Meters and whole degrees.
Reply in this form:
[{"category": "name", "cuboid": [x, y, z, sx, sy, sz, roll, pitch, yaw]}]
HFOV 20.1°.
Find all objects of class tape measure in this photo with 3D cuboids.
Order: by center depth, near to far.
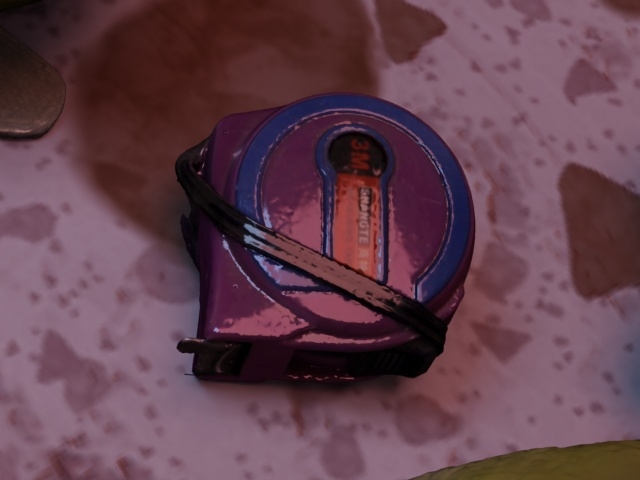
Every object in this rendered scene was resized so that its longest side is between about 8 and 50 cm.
[{"category": "tape measure", "cuboid": [0.000, 0.000, 0.743, 0.125, 0.074, 0.118, 6, 65, -10]}]

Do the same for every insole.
[{"category": "insole", "cuboid": [-0.199, -0.091, 0.762, 0.192, 0.010, 0.063, 19, 57, -9]}]

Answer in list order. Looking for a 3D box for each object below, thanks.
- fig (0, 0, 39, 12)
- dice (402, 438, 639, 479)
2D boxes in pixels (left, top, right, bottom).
[{"category": "fig", "cuboid": [-0.176, -0.211, 0.701, 0.271, 0.239, 0.239, 15, 58, -17]}, {"category": "dice", "cuboid": [0.108, 0.211, 0.570, 0.233, 0.227, 0.238, 8, 58, -17]}]
